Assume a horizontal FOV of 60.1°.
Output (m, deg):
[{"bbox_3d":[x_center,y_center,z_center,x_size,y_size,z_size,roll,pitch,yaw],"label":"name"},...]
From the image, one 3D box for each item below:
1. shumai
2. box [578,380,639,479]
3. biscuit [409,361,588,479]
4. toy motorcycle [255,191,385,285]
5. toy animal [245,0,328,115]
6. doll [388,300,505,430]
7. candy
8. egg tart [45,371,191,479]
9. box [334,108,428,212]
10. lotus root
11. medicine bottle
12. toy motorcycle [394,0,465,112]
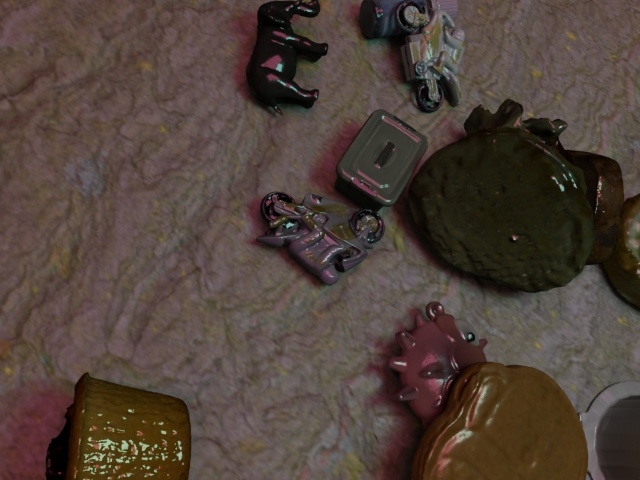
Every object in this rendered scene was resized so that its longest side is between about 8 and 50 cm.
[{"bbox_3d":[0.359,-0.090,1.022,0.330,0.292,0.288,48,31,-1],"label":"shumai"},{"bbox_3d":[0.617,0.341,0.902,0.291,0.206,0.262,-33,81,-19],"label":"box"},{"bbox_3d":[0.280,0.369,0.847,0.312,0.057,0.351,44,74,-12],"label":"biscuit"},{"bbox_3d":[0.000,0.000,0.955,0.225,0.073,0.152,11,71,-10],"label":"toy motorcycle"},{"bbox_3d":[-0.061,-0.362,1.048,0.146,0.114,0.245,14,68,-9],"label":"toy animal"},{"bbox_3d":[0.206,0.230,0.907,0.211,0.093,0.262,9,68,-19],"label":"doll"},{"bbox_3d":[0.678,0.022,1.080,0.259,0.118,0.260,4,69,-9],"label":"candy"},{"bbox_3d":[-0.267,0.283,0.726,0.170,0.215,0.215,8,69,-22],"label":"egg tart"},{"bbox_3d":[0.104,-0.138,1.017,0.124,0.093,0.172,34,67,0],"label":"box"},{"bbox_3d":[0.500,-0.081,1.056,0.074,0.170,0.261,6,74,-7],"label":"lotus root"},{"bbox_3d":[0.188,-0.479,1.163,0.203,0.083,0.083,-14,74,-16],"label":"medicine bottle"},{"bbox_3d":[0.233,-0.380,1.124,0.151,0.074,0.229,-20,98,-17],"label":"toy motorcycle"}]
